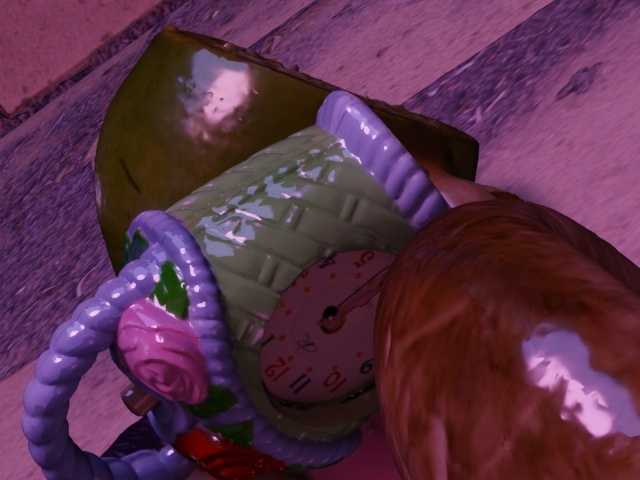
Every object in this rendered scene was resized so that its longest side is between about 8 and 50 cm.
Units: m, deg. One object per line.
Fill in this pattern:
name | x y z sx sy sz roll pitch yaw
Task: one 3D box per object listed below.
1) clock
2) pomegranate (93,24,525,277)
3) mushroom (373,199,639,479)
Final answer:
clock | -0.017 0.062 0.765 0.195 0.194 0.100 -40 39 -1
pomegranate | 0.000 -0.002 0.989 0.190 0.241 0.159 -10 -62 -78
mushroom | 0.086 0.057 0.600 0.156 0.151 0.286 -39 16 5
